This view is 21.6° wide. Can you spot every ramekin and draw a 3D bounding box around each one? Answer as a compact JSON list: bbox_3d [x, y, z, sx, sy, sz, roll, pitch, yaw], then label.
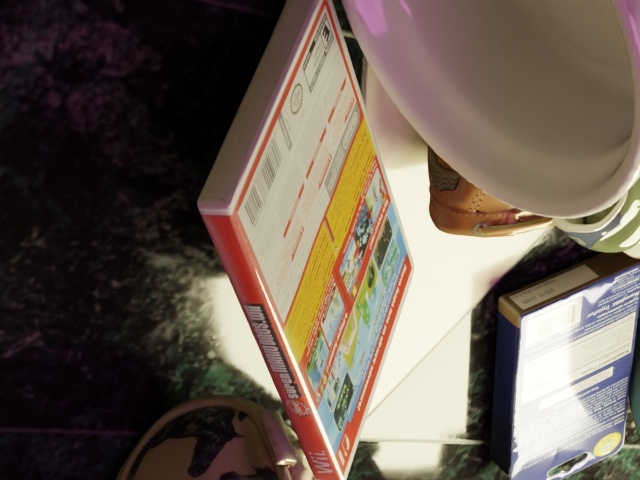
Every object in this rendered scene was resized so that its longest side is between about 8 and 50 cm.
[{"bbox_3d":[0.140,-0.164,1.027,0.135,0.277,0.277,-33,136,-23],"label":"ramekin"}]

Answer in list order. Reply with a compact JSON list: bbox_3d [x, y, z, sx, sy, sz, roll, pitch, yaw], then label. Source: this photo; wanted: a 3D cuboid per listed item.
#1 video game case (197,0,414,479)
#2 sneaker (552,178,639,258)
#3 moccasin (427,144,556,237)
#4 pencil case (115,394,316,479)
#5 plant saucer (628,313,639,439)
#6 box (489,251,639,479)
[{"bbox_3d":[0.000,0.000,1.127,0.285,0.025,0.204,70,31,-44],"label":"video game case"},{"bbox_3d":[0.220,-0.076,1.146,0.086,0.064,0.192,5,116,-33],"label":"sneaker"},{"bbox_3d":[0.254,-0.070,1.279,0.380,0.139,0.147,-14,130,-30],"label":"moccasin"},{"bbox_3d":[0.005,0.265,1.319,0.183,0.160,0.410,-38,138,6],"label":"pencil case"},{"bbox_3d":[0.425,0.128,1.460,0.317,0.317,0.044,-61,171,15],"label":"plant saucer"},{"bbox_3d":[0.213,0.119,1.465,0.136,0.036,0.225,-21,131,-24],"label":"box"}]
